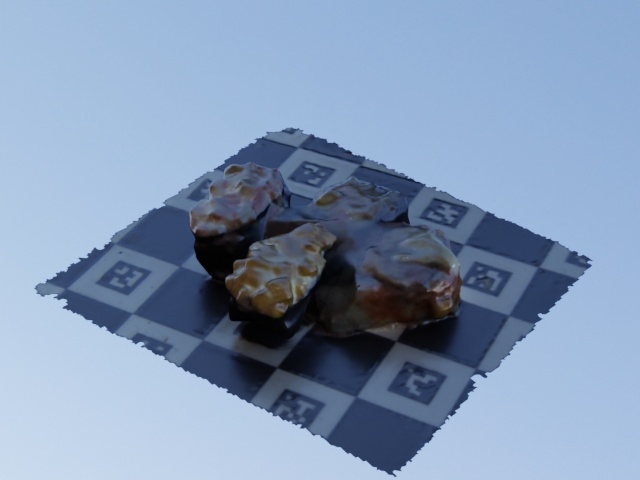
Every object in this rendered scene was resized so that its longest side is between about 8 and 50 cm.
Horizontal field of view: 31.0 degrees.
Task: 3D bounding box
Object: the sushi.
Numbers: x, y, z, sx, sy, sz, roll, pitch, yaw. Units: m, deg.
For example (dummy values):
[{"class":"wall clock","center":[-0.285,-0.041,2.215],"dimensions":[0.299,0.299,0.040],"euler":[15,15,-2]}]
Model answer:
[{"class":"sushi","center":[0.000,0.000,0.555],"dimensions":[0.210,0.193,0.040],"euler":[25,-45,29]}]
